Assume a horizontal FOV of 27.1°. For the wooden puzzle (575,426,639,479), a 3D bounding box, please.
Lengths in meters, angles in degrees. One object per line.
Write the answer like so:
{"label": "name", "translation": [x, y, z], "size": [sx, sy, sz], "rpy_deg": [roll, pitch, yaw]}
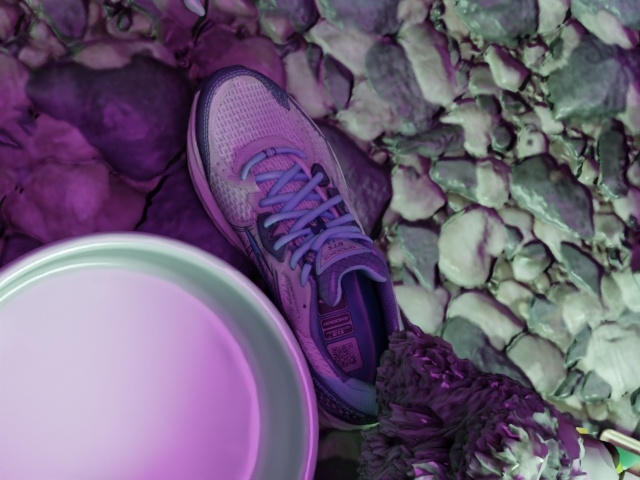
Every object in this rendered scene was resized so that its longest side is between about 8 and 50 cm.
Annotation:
{"label": "wooden puzzle", "translation": [0.243, 0.194, 1.057], "size": [0.116, 0.014, 0.078], "rpy_deg": [18, 81, -15]}

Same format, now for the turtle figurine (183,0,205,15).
{"label": "turtle figurine", "translation": [-0.102, -0.358, 0.902], "size": [0.266, 0.198, 0.274], "rpy_deg": [32, 74, -8]}

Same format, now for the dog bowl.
{"label": "dog bowl", "translation": [-0.141, 0.128, 0.897], "size": [0.265, 0.104, 0.264], "rpy_deg": [1, 86, -17]}

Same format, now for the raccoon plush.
{"label": "raccoon plush", "translation": [0.011, 0.265, 0.801], "size": [0.446, 0.216, 0.299], "rpy_deg": [-36, 128, -28]}

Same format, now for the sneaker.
{"label": "sneaker", "translation": [0.000, 0.000, 0.941], "size": [0.110, 0.122, 0.283], "rpy_deg": [-26, 94, -18]}

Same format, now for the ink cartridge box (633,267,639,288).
{"label": "ink cartridge box", "translation": [0.354, 0.106, 1.035], "size": [0.078, 0.134, 0.231], "rpy_deg": [-28, 93, -18]}
